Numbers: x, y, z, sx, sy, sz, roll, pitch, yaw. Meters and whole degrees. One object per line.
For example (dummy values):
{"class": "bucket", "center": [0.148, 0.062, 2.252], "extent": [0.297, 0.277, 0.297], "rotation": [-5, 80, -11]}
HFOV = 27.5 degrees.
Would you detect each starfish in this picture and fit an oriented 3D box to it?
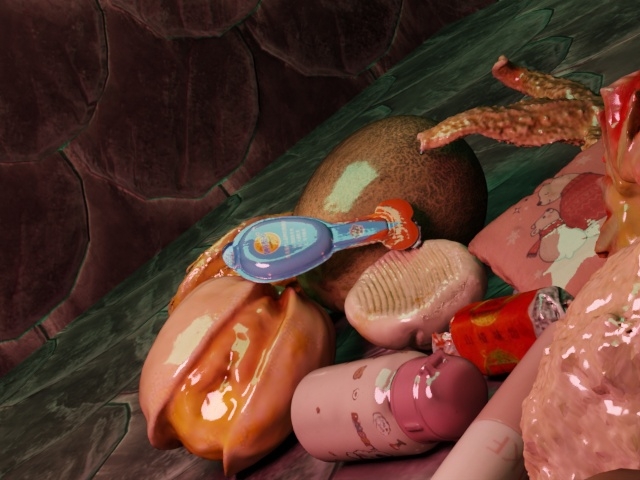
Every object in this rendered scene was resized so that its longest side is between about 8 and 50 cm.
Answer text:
{"class": "starfish", "center": [0.315, -0.149, 1.745], "extent": [0.324, 0.082, 0.432], "rotation": [18, 31, 15]}

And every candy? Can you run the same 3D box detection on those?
{"class": "candy", "center": [0.207, 0.098, 1.368], "extent": [0.059, 0.086, 0.292], "rotation": [-29, 6, -34]}

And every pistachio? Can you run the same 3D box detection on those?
{"class": "pistachio", "center": [-0.100, 0.161, 1.667], "extent": [0.230, 0.230, 0.309], "rotation": [-25, 22, 36]}

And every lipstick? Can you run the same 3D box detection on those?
{"class": "lipstick", "center": [0.179, 0.171, 1.191], "extent": [0.070, 0.070, 0.254], "rotation": [-21, 17, 47]}

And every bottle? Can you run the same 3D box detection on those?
{"class": "bottle", "center": [0.077, 0.172, 1.368], "extent": [0.233, 0.110, 0.110], "rotation": [-18, 20, 50]}

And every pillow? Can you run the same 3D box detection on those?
{"class": "pillow", "center": [0.300, -0.007, 1.469], "extent": [0.236, 0.084, 0.223], "rotation": [-35, 36, 3]}

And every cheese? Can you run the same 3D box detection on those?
{"class": "cheese", "center": [0.000, 0.000, 1.655], "extent": [0.256, 0.037, 0.106], "rotation": [-10, 51, 2]}

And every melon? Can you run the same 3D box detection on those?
{"class": "melon", "center": [0.094, -0.033, 1.814], "extent": [0.248, 0.248, 0.329], "rotation": [-18, 25, 52]}

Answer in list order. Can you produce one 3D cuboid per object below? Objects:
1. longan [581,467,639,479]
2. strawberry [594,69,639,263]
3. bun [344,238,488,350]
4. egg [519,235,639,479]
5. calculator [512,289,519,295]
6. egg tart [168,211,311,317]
{"class": "longan", "center": [0.158, 0.225, 0.586], "extent": [0.258, 0.258, 0.258], "rotation": [-32, 12, 8]}
{"class": "strawberry", "center": [0.414, -0.064, 1.132], "extent": [0.343, 0.292, 0.292], "rotation": [-21, 10, -11]}
{"class": "bun", "center": [0.123, 0.081, 1.612], "extent": [0.183, 0.102, 0.183], "rotation": [-22, 27, 12]}
{"class": "egg", "center": [0.262, 0.103, 0.803], "extent": [0.279, 0.279, 0.310], "rotation": [-43, -1, -37]}
{"class": "calculator", "center": [0.274, 0.051, 1.534], "extent": [0.153, 0.021, 0.095], "rotation": [-30, 12, 1]}
{"class": "egg tart", "center": [-0.085, 0.089, 1.910], "extent": [0.288, 0.288, 0.118], "rotation": [-38, 49, -18]}
